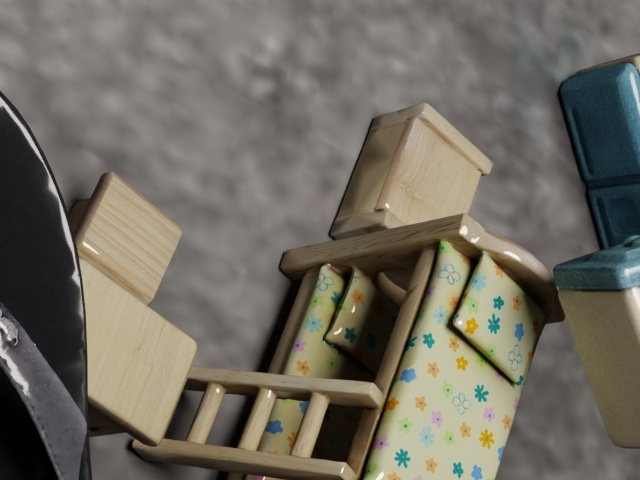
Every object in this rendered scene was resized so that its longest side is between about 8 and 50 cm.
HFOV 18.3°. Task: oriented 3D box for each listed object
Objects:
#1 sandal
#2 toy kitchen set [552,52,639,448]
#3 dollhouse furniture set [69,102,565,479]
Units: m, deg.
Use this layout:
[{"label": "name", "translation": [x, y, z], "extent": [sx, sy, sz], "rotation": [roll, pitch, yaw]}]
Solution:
[{"label": "sandal", "translation": [-0.104, 0.055, 0.554], "extent": [0.097, 0.054, 0.254], "rotation": [-16, 94, -4]}, {"label": "toy kitchen set", "translation": [0.122, -0.006, 0.732], "extent": [0.166, 0.207, 0.122], "rotation": [-17, 94, -24]}, {"label": "dollhouse furniture set", "translation": [0.000, 0.000, 0.661], "extent": [0.161, 0.101, 0.182], "rotation": [39, 58, -31]}]
